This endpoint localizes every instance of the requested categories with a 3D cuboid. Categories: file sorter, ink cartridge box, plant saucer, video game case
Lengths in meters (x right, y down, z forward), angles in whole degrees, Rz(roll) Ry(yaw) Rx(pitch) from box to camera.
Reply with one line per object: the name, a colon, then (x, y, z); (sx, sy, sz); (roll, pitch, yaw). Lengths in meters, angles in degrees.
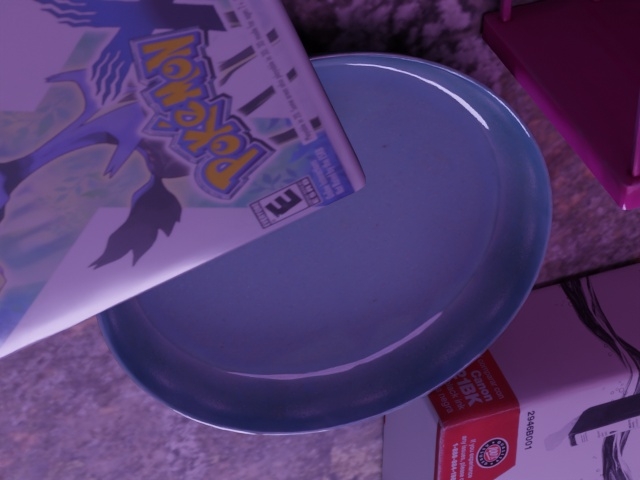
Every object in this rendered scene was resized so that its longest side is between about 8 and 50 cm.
file sorter: (0.277, -0.177, 1.155); (0.291, 0.202, 0.182); (-14, 132, -16)
ink cartridge box: (0.195, 0.138, 1.465); (0.273, 0.114, 0.197); (-15, 134, -15)
plant saucer: (0.000, 0.000, 1.263); (0.317, 0.043, 0.317); (-9, 129, -12)
video game case: (-0.155, -0.069, 1.068); (0.300, 0.036, 0.329); (-25, 142, 2)
